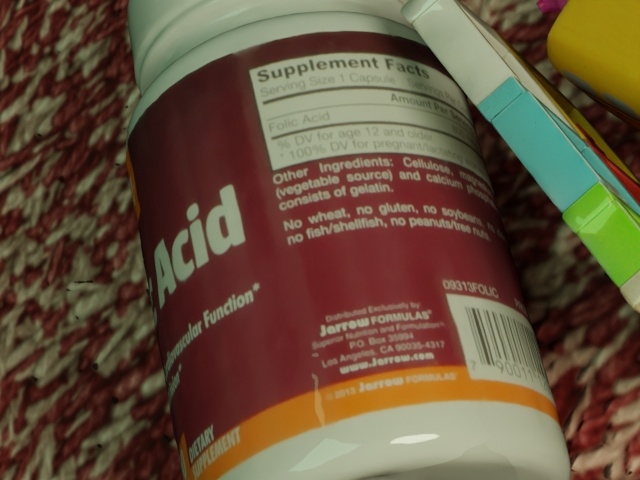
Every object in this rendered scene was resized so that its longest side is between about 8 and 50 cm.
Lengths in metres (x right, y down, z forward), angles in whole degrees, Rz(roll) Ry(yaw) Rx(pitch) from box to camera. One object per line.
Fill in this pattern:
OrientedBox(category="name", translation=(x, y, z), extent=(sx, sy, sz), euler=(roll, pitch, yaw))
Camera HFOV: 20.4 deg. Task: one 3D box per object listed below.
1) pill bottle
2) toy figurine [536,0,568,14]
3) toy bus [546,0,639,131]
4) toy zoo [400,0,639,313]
OrientedBox(category="pill bottle", translation=(0.000, 0.000, 1.107), extent=(0.224, 0.224, 0.392), euler=(-27, 58, 24))
OrientedBox(category="toy figurine", translation=(0.207, -0.203, 1.138), extent=(0.173, 0.130, 0.159), euler=(19, 98, 14))
OrientedBox(category="toy bus", translation=(0.293, -0.061, 0.987), extent=(0.333, 0.130, 0.108), euler=(36, 94, 39))
OrientedBox(category="toy zoo", translation=(0.150, -0.045, 1.041), extent=(0.030, 0.192, 0.293), euler=(-43, 53, 13))
